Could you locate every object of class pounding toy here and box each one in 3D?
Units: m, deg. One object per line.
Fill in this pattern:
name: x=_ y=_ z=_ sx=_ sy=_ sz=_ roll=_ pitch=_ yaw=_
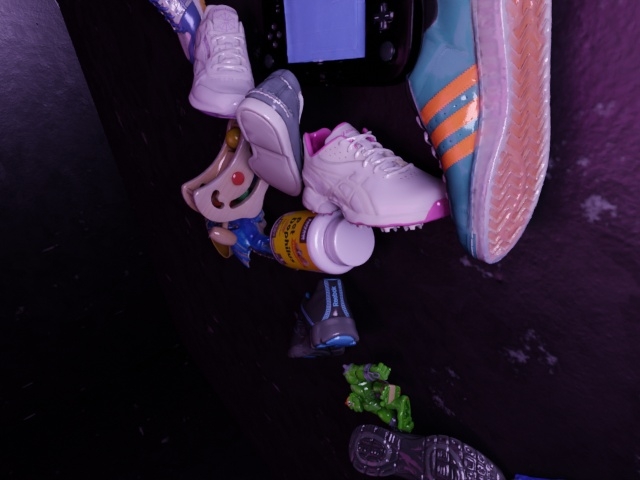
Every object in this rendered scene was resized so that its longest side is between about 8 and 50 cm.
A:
pounding toy: x=-0.216 y=-0.128 z=0.891 sx=0.155 sy=0.154 sz=0.269 roll=26 pitch=100 yaw=47

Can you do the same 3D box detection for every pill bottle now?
pill bottle: x=0.000 y=0.000 z=0.764 sx=0.215 sy=0.117 sz=0.117 roll=0 pitch=113 yaw=58

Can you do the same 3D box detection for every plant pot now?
plant pot: x=-0.246 y=-0.032 z=1.155 sx=0.134 sy=0.095 sz=0.134 roll=38 pitch=142 yaw=37

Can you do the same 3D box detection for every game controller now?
game controller: x=0.011 y=-0.299 z=0.563 sx=0.319 sy=0.067 sz=0.166 roll=24 pitch=132 yaw=48

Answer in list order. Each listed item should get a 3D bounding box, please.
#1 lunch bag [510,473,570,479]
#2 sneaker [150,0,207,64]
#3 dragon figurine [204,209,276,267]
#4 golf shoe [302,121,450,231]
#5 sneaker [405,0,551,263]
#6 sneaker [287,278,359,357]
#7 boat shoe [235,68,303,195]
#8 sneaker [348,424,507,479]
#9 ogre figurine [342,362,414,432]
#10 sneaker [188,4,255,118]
lunch bag: x=0.290 y=0.411 z=0.518 sx=0.138 sy=0.221 sz=0.293 roll=63 pitch=150 yaw=2
sneaker: x=-0.324 y=-0.514 z=0.866 sx=0.112 sy=0.131 sz=0.296 roll=18 pitch=129 yaw=50
dragon figurine: x=-0.175 y=0.005 z=1.008 sx=0.289 sy=0.144 sz=0.085 roll=51 pitch=161 yaw=22
golf shoe: x=0.062 y=-0.098 z=0.599 sx=0.306 sy=0.115 sz=0.140 roll=17 pitch=124 yaw=51
sneaker: x=0.157 y=-0.128 z=0.434 sx=0.121 sy=0.108 sz=0.302 roll=20 pitch=121 yaw=52
sneaker: x=0.002 y=0.192 z=0.950 sx=0.341 sy=0.125 sz=0.140 roll=127 pitch=141 yaw=-61
boat shoe: x=-0.067 y=-0.174 z=0.739 sx=0.116 sy=0.099 sz=0.319 roll=27 pitch=166 yaw=8
sneaker: x=0.201 y=0.409 z=0.778 sx=0.286 sy=0.109 sz=0.130 roll=3 pitch=161 yaw=35
ogre figurine: x=0.117 y=0.320 z=0.861 sx=0.118 sy=0.097 sz=0.197 roll=2 pitch=148 yaw=44
sneaker: x=-0.184 y=-0.328 z=0.750 sx=0.305 sy=0.114 sz=0.152 roll=-115 pitch=30 yaw=-41
